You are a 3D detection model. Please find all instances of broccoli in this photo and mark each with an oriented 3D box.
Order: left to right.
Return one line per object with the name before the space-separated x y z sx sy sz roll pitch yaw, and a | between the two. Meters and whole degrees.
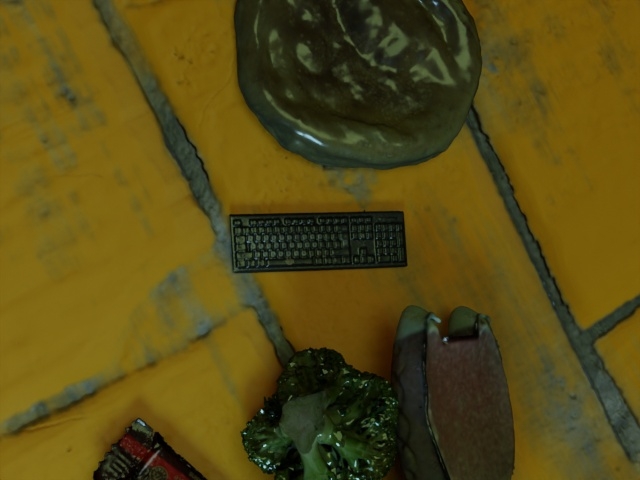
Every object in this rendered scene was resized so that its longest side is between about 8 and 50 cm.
broccoli | 0.002 0.189 1.174 0.146 0.138 0.162 22 81 23

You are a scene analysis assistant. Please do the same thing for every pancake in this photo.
pancake | 0.045 -0.205 1.311 0.294 0.049 0.294 4 79 -20

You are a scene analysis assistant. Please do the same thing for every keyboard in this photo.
keyboard | 0.000 0.000 1.273 0.198 0.010 0.063 -2 82 -22

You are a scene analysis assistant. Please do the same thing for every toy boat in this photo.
toy boat | 0.126 0.181 1.248 0.155 0.085 0.227 5 74 -48

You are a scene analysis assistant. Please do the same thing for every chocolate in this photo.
chocolate | -0.134 0.254 1.162 0.182 0.028 0.086 39 61 -11
